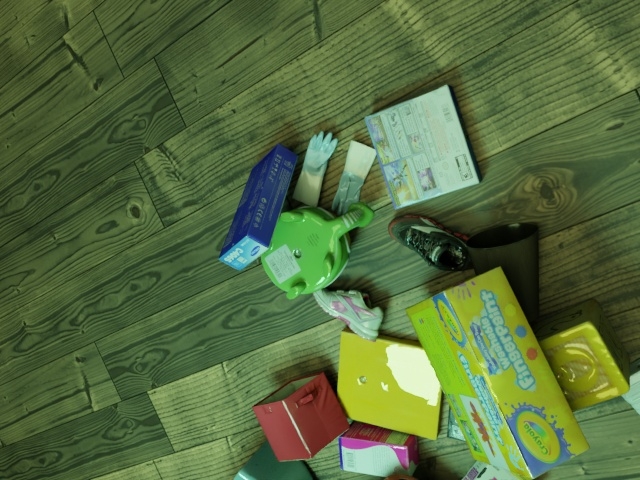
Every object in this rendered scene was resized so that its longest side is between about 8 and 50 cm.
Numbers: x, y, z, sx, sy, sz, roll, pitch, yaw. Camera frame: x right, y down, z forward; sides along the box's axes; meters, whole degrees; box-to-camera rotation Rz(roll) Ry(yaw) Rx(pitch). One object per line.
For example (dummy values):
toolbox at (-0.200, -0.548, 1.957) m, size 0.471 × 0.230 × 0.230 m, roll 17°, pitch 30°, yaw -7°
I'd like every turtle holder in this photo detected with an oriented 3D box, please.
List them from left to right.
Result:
turtle holder at (-0.018, -0.005, 1.834) m, size 0.243 × 0.227 × 0.321 m, roll 31°, pitch 112°, yaw 17°

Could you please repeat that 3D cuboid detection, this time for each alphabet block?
alphabet block at (0.640, 0.289, 1.605) m, size 0.192 × 0.197 × 0.194 m, roll -33°, pitch 87°, yaw 27°

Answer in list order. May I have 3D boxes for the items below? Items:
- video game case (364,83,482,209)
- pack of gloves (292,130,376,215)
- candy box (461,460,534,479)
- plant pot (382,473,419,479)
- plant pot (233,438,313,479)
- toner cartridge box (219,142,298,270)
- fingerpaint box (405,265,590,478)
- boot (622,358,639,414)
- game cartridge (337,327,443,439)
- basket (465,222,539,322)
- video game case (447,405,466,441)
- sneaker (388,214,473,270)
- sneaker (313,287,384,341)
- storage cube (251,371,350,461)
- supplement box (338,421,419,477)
video game case at (0.276, -0.248, 1.733) m, size 0.244 × 0.061 × 0.270 m, roll -17°, pitch 94°, yaw 26°
pack of gloves at (0.043, -0.196, 1.877) m, size 0.195 × 0.046 × 0.232 m, roll 22°, pitch 114°, yaw 7°
candy box at (0.467, 0.711, 1.779) m, size 0.159 × 0.071 × 0.233 m, roll 38°, pitch 87°, yaw -6°
plant pot at (0.203, 0.822, 1.847) m, size 0.272 × 0.272 × 0.265 m, roll 36°, pitch 135°, yaw 14°
plant pot at (-0.157, 0.839, 2.083) m, size 0.252 × 0.248 × 0.247 m, roll 34°, pitch 114°, yaw 12°
toner cartridge box at (-0.171, -0.098, 1.814) m, size 0.075 × 0.348 × 0.165 m, roll 30°, pitch 142°, yaw -20°
fingerpaint box at (0.413, 0.320, 1.588) m, size 0.163 × 0.371 × 0.445 m, roll -23°, pitch 80°, yaw -11°
boot at (0.862, 0.333, 1.580) m, size 0.123 × 0.095 × 0.258 m, roll 49°, pitch 125°, yaw 1°
game cartridge at (0.208, 0.426, 1.928) m, size 0.323 × 0.052 × 0.286 m, roll 9°, pitch 105°, yaw 21°
basket at (0.485, 0.091, 1.658) m, size 0.154 × 0.204 × 0.227 m, roll 17°, pitch 124°, yaw 61°
video game case at (0.500, 0.468, 1.804) m, size 0.274 × 0.035 × 0.249 m, roll 8°, pitch 105°, yaw 25°
sneaker at (0.300, 0.008, 1.739) m, size 0.276 × 0.135 × 0.098 m, roll 24°, pitch 113°, yaw 20°
sneaker at (0.089, 0.192, 1.906) m, size 0.252 × 0.103 × 0.111 m, roll 33°, pitch 90°, yaw 24°
storage cube at (-0.060, 0.542, 1.973) m, size 0.215 × 0.183 × 0.193 m, roll -26°, pitch 90°, yaw 49°
supplement box at (0.178, 0.637, 1.950) m, size 0.219 × 0.114 × 0.111 m, roll 1°, pitch 101°, yaw 26°
